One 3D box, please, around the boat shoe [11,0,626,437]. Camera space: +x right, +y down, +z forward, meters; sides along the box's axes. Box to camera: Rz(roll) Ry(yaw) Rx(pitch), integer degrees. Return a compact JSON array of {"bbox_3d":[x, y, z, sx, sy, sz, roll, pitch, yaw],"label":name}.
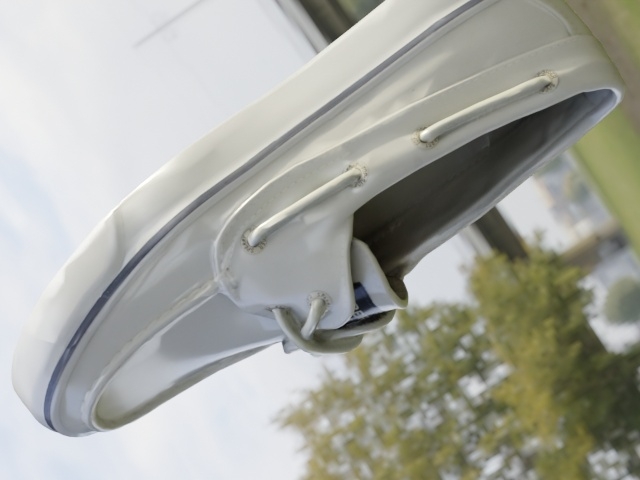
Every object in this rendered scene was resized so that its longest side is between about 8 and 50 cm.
[{"bbox_3d":[0.000,0.000,0.620,0.088,0.267,0.096,52,179,27],"label":"boat shoe"}]
